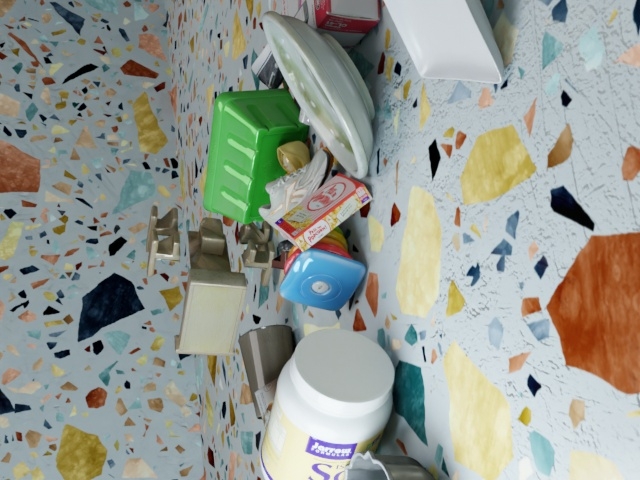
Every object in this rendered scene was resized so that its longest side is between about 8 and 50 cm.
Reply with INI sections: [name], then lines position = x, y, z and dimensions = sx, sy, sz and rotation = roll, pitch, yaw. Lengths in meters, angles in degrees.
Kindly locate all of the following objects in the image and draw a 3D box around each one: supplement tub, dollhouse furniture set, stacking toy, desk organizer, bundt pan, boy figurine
[supplement tub]
position = 0.014, 0.371, 1.596
dimensions = 0.241, 0.241, 0.331
rotation = -114, 31, -48
[dollhouse furniture set]
position = -0.332, 0.116, 2.279
dimensions = 0.394, 0.363, 0.256
rotation = -109, 29, -55
[stacking toy]
position = 0.000, 0.000, 1.807
dimensions = 0.301, 0.166, 0.175
rotation = -89, 23, -45
[desk organizer]
position = -0.099, 0.056, 2.176
dimensions = 0.130, 0.047, 0.050
rotation = -177, 89, -70
[bundt pan]
position = 0.148, 0.546, 1.404
dimensions = 0.331, 0.124, 0.330
rotation = 179, 90, -70
[boy figurine]
position = -0.063, -0.117, 2.013
dimensions = 0.177, 0.092, 0.284
rotation = -160, 67, -69

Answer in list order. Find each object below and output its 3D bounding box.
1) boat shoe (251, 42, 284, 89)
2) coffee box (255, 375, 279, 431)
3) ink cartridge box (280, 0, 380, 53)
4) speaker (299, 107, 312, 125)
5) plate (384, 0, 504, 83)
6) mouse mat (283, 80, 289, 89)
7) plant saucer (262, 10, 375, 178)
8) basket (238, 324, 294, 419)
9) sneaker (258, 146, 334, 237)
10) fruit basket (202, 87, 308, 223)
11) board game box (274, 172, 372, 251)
[boat shoe]
position = -0.084, -0.511, 2.065
dimensions = 0.102, 0.108, 0.301
rotation = 53, 138, 5
[coffee box]
position = -0.058, 0.453, 1.908
dimensions = 0.098, 0.141, 0.246
rotation = 49, -168, -41
[ink cartridge box]
position = 0.015, -0.544, 1.740
dimensions = 0.306, 0.131, 0.226
rotation = 156, 112, -67
[speaker]
position = -0.018, -0.362, 1.937
dimensions = 0.055, 0.055, 0.136
rotation = -121, 36, -54
[plate]
position = 0.184, -0.390, 1.253
dimensions = 0.278, 0.045, 0.277
rotation = 59, 171, -22
[mouse mat]
position = -0.100, -0.543, 2.227
dimensions = 0.152, 0.007, 0.189
rotation = 113, 149, -47
[plant saucer]
position = 0.019, -0.323, 1.633
dimensions = 0.400, 0.101, 0.400
rotation = 58, 176, 7
[basket]
position = -0.134, 0.371, 2.138
dimensions = 0.204, 0.154, 0.226
rotation = 118, 142, -65
[sneaker]
position = -0.067, -0.129, 1.861
dimensions = 0.262, 0.121, 0.099
rotation = -57, 0, 28
[fruit basket]
position = -0.206, -0.268, 2.195
dimensions = 0.392, 0.283, 0.391
rotation = 20, 116, 51
[board game box]
position = 0.004, -0.065, 1.709
dimensions = 0.045, 0.193, 0.147
rotation = 55, 172, -23
